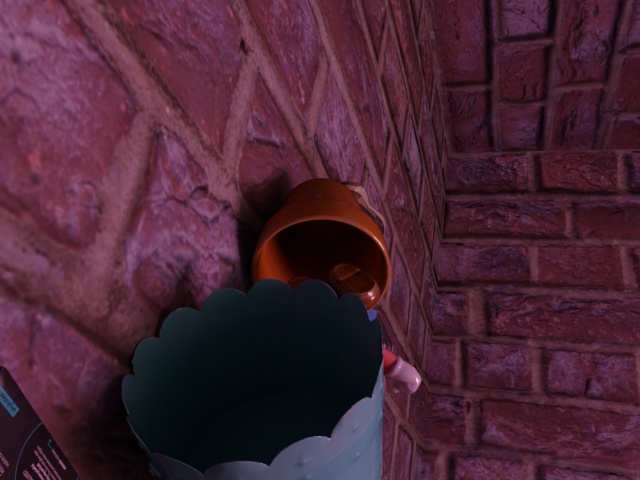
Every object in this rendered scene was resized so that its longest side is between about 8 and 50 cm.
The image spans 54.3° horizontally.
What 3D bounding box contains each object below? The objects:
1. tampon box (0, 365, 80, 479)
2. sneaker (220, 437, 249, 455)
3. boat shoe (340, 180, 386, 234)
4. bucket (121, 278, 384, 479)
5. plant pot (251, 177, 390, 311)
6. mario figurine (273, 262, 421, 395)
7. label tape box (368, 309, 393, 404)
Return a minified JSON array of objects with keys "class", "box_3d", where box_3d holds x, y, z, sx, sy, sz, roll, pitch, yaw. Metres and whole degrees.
[{"class":"tampon box","box_3d":[-0.247,0.166,0.361,0.161,0.102,0.120,-64,150,-50]},{"class":"sneaker","box_3d":[-0.088,0.284,0.907,0.283,0.107,0.124,55,24,-65]},{"class":"boat shoe","box_3d":[0.087,-0.050,1.417,0.223,0.080,0.073,54,47,-54]},{"class":"bucket","box_3d":[-0.058,0.190,0.684,0.281,0.281,0.183,-63,150,-53]},{"class":"plant pot","box_3d":[0.000,0.000,0.992,0.188,0.205,0.205,-91,171,-56]},{"class":"mario figurine","box_3d":[0.039,0.198,0.909,0.170,0.198,0.320,-67,156,-46]},{"class":"label tape box","box_3d":[0.053,0.269,1.239,0.347,0.115,0.249,65,35,-61]}]
